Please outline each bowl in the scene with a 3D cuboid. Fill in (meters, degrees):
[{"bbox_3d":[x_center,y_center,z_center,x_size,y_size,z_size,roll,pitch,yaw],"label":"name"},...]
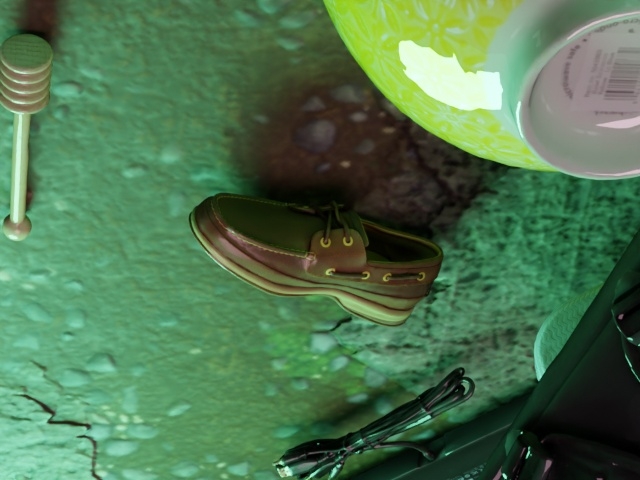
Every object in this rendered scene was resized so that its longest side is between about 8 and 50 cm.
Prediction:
[{"bbox_3d":[0.143,-0.125,0.907,0.290,0.156,0.289,-4,138,-3],"label":"bowl"}]

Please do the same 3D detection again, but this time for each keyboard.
[{"bbox_3d":[0.091,0.159,1.307,0.317,0.033,0.201,-29,140,21],"label":"keyboard"}]

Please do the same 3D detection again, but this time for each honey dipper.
[{"bbox_3d":[-0.177,-0.054,1.036,0.030,0.030,0.160,3,139,-11],"label":"honey dipper"}]

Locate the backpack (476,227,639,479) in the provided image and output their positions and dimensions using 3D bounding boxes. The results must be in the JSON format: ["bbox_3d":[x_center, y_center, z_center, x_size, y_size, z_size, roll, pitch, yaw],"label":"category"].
[{"bbox_3d":[0.309,0.137,1.012,0.355,0.273,0.290,34,113,13],"label":"backpack"}]

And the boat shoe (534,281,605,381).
[{"bbox_3d":[0.281,0.025,1.151,0.302,0.109,0.094,-22,173,13],"label":"boat shoe"}]

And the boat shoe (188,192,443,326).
[{"bbox_3d":[0.000,0.000,1.099,0.178,0.064,0.060,19,127,-34],"label":"boat shoe"}]
